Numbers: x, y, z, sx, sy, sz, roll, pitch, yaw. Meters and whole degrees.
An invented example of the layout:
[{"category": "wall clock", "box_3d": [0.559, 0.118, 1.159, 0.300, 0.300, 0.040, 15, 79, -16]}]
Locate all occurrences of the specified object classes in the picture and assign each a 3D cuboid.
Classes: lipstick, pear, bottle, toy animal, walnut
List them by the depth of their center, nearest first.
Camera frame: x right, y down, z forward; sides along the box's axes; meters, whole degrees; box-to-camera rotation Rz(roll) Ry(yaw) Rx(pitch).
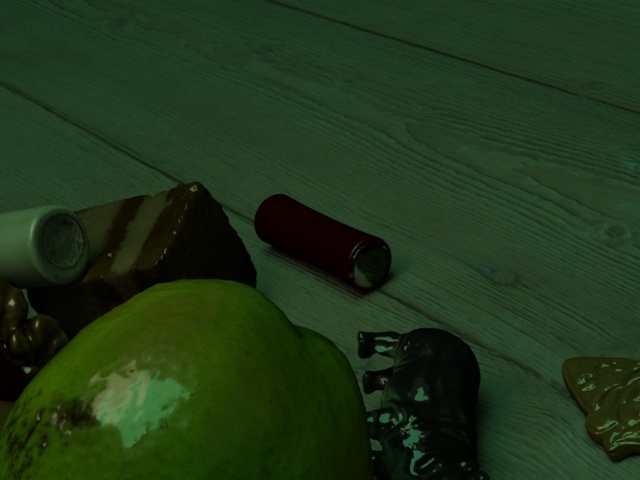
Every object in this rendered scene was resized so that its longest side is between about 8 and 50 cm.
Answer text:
[{"category": "pear", "box_3d": [-0.123, 0.224, 1.353, 0.391, 0.391, 0.391, -14, 32, 9]}, {"category": "toy animal", "box_3d": [0.112, 0.230, 1.471, 0.168, 0.106, 0.343, -11, 38, 0]}, {"category": "walnut", "box_3d": [-0.442, 0.160, 1.721, 0.244, 0.269, 0.222, -26, 18, 12]}, {"category": "bottle", "box_3d": [-0.420, 0.016, 1.778, 0.245, 0.104, 0.104, -8, 32, 36]}, {"category": "lipstick", "box_3d": [0.000, 0.000, 1.911, 0.080, 0.080, 0.241, -34, 33, -23]}]

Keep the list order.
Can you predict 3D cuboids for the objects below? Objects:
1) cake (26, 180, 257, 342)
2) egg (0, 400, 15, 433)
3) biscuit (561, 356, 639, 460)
[{"category": "cake", "box_3d": [-0.256, 0.067, 1.843, 0.293, 0.199, 0.196, -12, 39, 26]}, {"category": "egg", "box_3d": [-0.409, 0.303, 1.492, 0.322, 0.250, 0.250, -31, 33, -31]}, {"category": "biscuit", "box_3d": [0.355, 0.178, 1.492, 0.162, 0.035, 0.250, -30, 31, -25]}]
